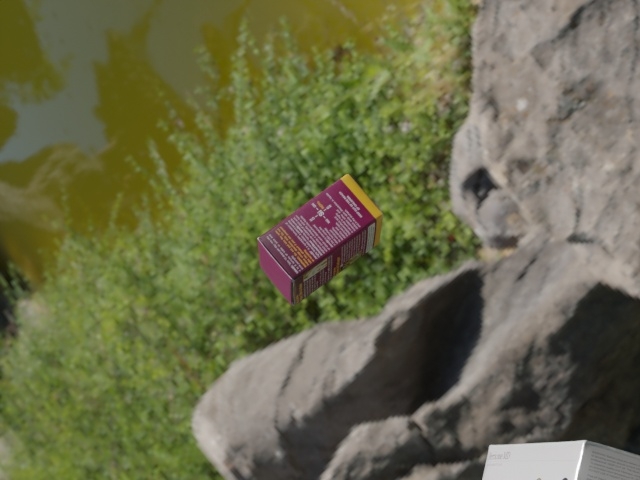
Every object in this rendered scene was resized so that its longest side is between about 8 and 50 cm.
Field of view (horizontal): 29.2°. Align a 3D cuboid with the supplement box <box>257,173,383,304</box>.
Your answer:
[{"bbox_3d":[0.000,0.000,0.882,0.043,0.083,0.055,50,164,16],"label":"supplement box"}]

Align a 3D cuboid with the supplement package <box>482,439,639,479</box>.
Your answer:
[{"bbox_3d":[0.304,0.312,1.327,0.204,0.145,0.262,18,165,-10],"label":"supplement package"}]
